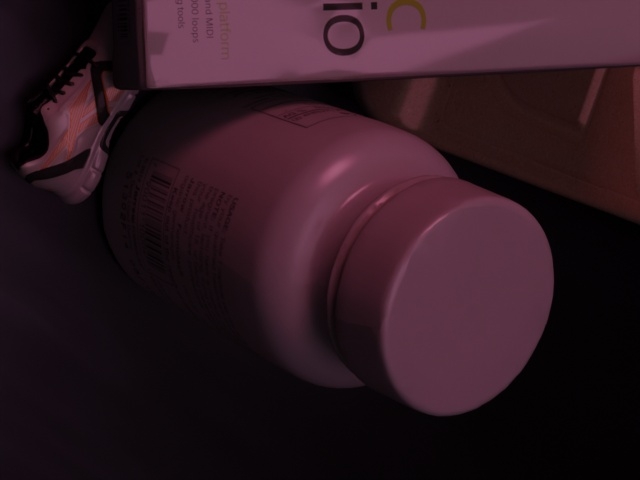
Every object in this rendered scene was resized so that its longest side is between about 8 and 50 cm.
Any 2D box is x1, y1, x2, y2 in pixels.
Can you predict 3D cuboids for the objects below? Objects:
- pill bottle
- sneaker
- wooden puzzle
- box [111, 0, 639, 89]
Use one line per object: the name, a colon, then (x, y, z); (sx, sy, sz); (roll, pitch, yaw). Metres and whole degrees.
pill bottle: (0.000, 0.000, 0.735); (0.131, 0.229, 0.131); (-13, 113, -34)
sneaker: (-0.119, -0.073, 0.742); (0.043, 0.040, 0.109); (21, 91, -38)
wooden puzzle: (0.194, -0.184, 0.931); (0.347, 0.080, 0.322); (17, 94, -35)
box: (0.049, -0.198, 0.753); (0.321, 0.058, 0.232); (-6, 100, -25)
